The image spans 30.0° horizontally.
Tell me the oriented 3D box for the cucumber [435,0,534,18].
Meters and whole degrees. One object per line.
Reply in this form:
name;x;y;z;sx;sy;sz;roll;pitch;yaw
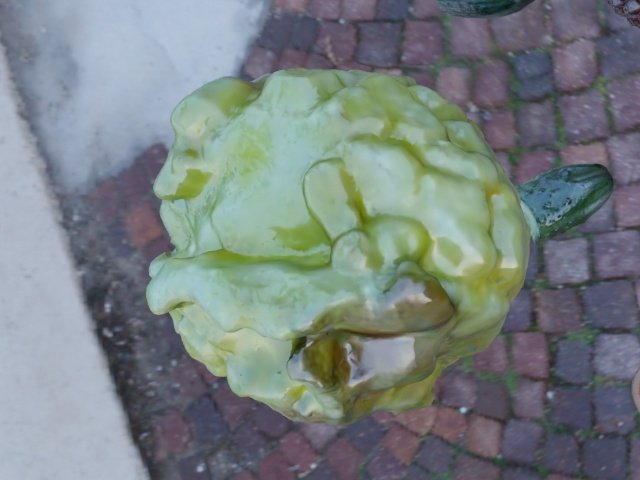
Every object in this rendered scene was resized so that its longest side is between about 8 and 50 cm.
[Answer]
cucumber;0.111;-0.163;0.751;0.105;0.048;0.048;-151;72;-69

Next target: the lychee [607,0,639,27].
lychee;0.480;-0.403;1.519;0.264;0.264;0.300;35;115;23

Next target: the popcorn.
popcorn;0.004;0.007;0.840;0.293;0.293;0.237;-29;68;24

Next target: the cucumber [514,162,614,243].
cucumber;0.256;-0.045;1.222;0.107;0.035;0.067;-26;96;-11

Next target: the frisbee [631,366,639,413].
frisbee;0.591;0.245;1.782;0.251;0.021;0.251;19;141;16
